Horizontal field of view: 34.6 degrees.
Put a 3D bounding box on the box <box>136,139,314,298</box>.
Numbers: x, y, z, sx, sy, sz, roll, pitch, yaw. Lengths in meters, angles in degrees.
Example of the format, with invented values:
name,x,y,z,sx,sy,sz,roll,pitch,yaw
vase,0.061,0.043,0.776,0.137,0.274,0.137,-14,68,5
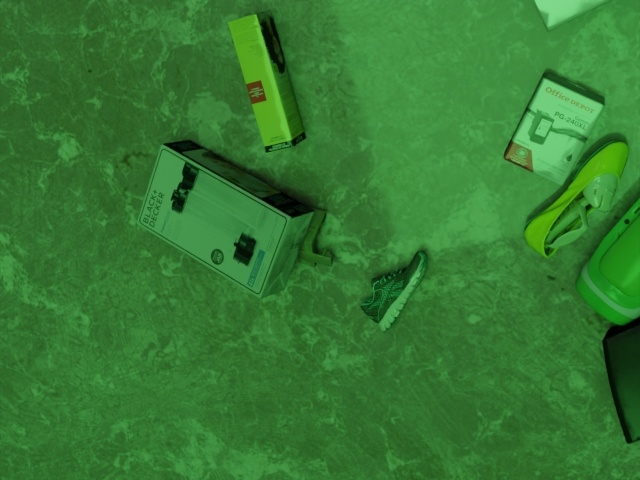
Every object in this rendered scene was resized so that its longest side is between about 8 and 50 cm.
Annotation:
name,x,y,z,sx,sy,sz,roll,pitch,yaw
box,-0.173,-0.041,1.818,0.290,0.087,0.169,31,113,21

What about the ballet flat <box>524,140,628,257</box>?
name,x,y,z,sx,sy,sz,roll,pitch,yaw
ballet flat,0.430,-0.059,1.682,0.077,0.077,0.231,23,121,-35

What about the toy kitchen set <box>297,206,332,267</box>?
name,x,y,z,sx,sy,sz,roll,pitch,yaw
toy kitchen set,0.000,0.000,1.850,0.068,0.075,0.083,16,150,14

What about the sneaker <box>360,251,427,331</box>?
name,x,y,z,sx,sy,sz,roll,pitch,yaw
sneaker,0.128,0.082,1.825,0.076,0.065,0.166,34,111,8

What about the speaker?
name,x,y,z,sx,sy,sz,roll,pitch,yaw
speaker,0.545,-0.005,1.647,0.131,0.131,0.296,38,113,2

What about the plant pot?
name,x,y,z,sx,sy,sz,roll,pitch,yaw
plant pot,0.560,0.204,1.686,0.188,0.187,0.167,-28,85,21

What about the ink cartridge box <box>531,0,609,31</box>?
name,x,y,z,sx,sy,sz,roll,pitch,yaw
ink cartridge box,0.418,-0.460,1.502,0.270,0.198,0.197,-24,99,21

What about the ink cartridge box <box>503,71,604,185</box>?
name,x,y,z,sx,sy,sz,roll,pitch,yaw
ink cartridge box,0.379,-0.183,1.670,0.109,0.063,0.150,26,112,6

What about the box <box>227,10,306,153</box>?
name,x,y,z,sx,sy,sz,roll,pitch,yaw
box,-0.090,-0.272,1.762,0.058,0.087,0.232,-11,104,19
